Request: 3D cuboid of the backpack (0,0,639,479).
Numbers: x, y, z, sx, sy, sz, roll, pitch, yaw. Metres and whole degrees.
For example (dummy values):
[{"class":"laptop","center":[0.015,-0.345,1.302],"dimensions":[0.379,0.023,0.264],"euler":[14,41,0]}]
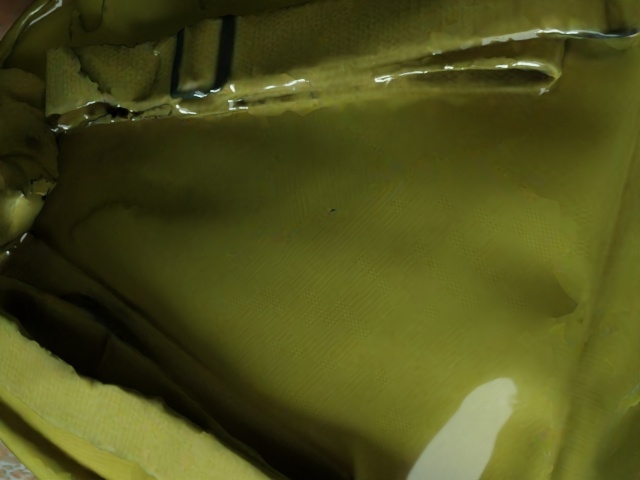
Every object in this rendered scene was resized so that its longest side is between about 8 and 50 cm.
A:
[{"class":"backpack","center":[-0.001,-0.003,0.575],"dimensions":[0.378,0.354,0.201],"euler":[21,174,20]}]
